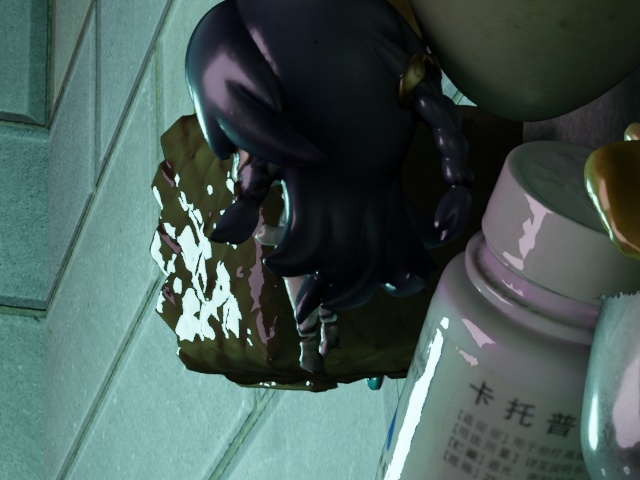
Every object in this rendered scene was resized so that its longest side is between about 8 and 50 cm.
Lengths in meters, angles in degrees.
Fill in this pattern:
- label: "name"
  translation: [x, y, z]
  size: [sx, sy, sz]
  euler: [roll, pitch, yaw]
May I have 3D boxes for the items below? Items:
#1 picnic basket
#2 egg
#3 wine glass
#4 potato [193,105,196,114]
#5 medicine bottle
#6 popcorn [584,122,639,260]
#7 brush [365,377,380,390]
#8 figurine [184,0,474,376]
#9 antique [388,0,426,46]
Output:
- label: "picnic basket"
  translation: [0.000, 0.000, 1.630]
  size: [0.321, 0.291, 0.254]
  euler: [-6, 85, 63]
- label: "egg"
  translation: [0.159, -0.211, 1.337]
  size: [0.218, 0.218, 0.295]
  euler: [-106, 22, -52]
- label: "wine glass"
  translation: [0.217, 0.153, 1.163]
  size: [0.126, 0.126, 0.241]
  euler: [155, 120, -70]
- label: "potato"
  translation: [-0.058, -0.167, 2.137]
  size: [0.186, 0.149, 0.253]
  euler: [-141, 60, -73]
- label: "medicine bottle"
  translation: [0.149, 0.090, 1.331]
  size: [0.170, 0.170, 0.293]
  euler: [-112, 35, -58]
- label: "popcorn"
  translation: [0.259, 0.003, 1.003]
  size: [0.190, 0.191, 0.253]
  euler: [58, -171, -41]
- label: "brush"
  translation: [0.052, 0.050, 1.904]
  size: [0.043, 0.032, 0.193]
  euler: [163, 101, -67]
- label: "figurine"
  translation: [0.007, -0.059, 1.372]
  size: [0.265, 0.197, 0.175]
  euler: [57, -179, -11]
- label: "antique"
  translation: [0.051, -0.220, 1.898]
  size: [0.087, 0.093, 0.309]
  euler: [-168, 85, -73]
